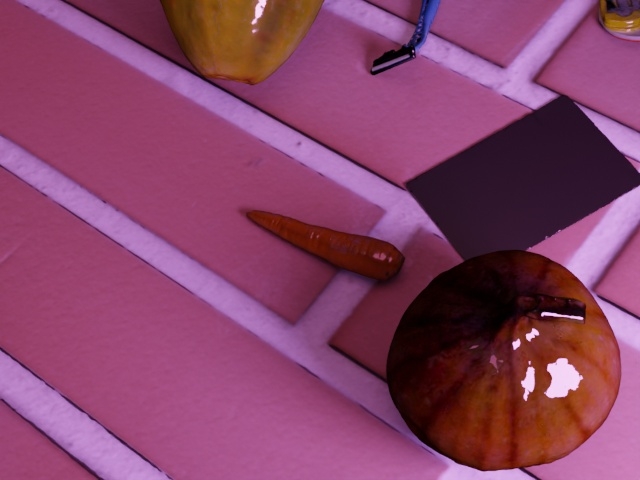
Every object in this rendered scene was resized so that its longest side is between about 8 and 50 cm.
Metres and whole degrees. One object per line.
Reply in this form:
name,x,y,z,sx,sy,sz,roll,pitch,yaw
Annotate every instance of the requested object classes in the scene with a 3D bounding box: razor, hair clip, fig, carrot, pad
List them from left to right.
fig,-0.096,-0.358,1.419,0.258,0.258,0.326,-1,78,8
carrot,0.000,0.000,1.303,0.216,0.048,0.048,19,63,24
razor,0.140,-0.321,1.478,0.082,0.042,0.253,-16,44,48
fig,0.183,0.116,1.118,0.235,0.214,0.235,-17,57,28
pad,0.246,-0.071,1.330,0.243,0.004,0.163,-29,60,-9
hair clip,0.394,-0.333,1.452,0.060,0.033,0.188,-3,61,9
